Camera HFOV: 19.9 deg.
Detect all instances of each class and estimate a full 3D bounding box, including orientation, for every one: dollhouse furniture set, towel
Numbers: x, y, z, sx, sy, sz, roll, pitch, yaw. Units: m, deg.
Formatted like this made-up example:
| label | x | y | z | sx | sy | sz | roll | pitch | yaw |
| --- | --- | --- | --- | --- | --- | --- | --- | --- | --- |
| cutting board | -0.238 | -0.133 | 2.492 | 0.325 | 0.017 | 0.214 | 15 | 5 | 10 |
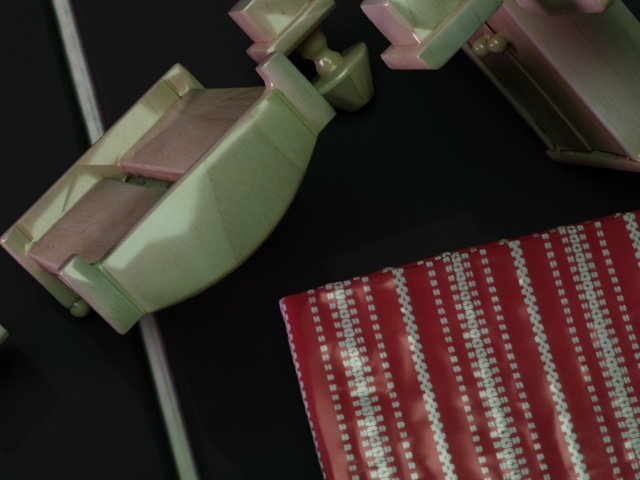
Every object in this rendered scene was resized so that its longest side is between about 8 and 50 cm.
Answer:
| label | x | y | z | sx | sy | sz | roll | pitch | yaw |
| --- | --- | --- | --- | --- | --- | --- | --- | --- | --- |
| dollhouse furniture set | 0.000 | 0.000 | 0.854 | 0.355 | 0.303 | 0.174 | -46 | 105 | -9 |
| towel | 0.134 | 0.085 | 0.874 | 0.274 | 0.031 | 0.199 | -13 | 66 | -6 |
